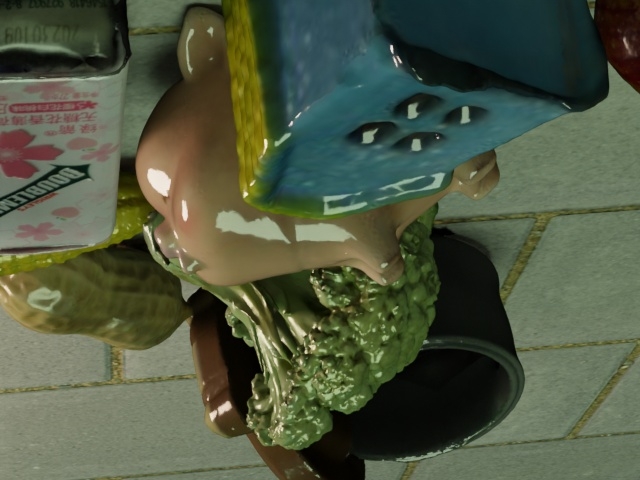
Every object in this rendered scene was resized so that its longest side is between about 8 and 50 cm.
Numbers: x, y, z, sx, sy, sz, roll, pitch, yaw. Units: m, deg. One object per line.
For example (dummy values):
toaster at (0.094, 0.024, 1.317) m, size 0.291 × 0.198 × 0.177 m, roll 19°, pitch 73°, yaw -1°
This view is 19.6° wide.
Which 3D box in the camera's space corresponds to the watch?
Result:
watch at (0.061, 0.137, 2.200) m, size 0.327 × 0.314 × 0.335 m, roll -30°, pitch 140°, yaw 20°

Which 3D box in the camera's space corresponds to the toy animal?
toy animal at (-0.007, -0.081, 1.674) m, size 0.326 × 0.269 × 0.237 m, roll -38°, pitch 161°, yaw -9°

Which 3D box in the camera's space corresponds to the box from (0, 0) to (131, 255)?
box at (-0.269, -0.105, 1.659) m, size 0.190 × 0.112 × 0.370 m, roll -5°, pitch 159°, yaw -9°

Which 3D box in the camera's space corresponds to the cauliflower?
cauliflower at (-0.016, 0.046, 1.919) m, size 0.281 × 0.327 × 0.260 m, roll 25°, pitch 164°, yaw 19°

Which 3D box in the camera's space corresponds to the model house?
model house at (0.032, -0.160, 1.438) m, size 0.215 × 0.237 × 0.303 m, roll 12°, pitch 152°, yaw -40°

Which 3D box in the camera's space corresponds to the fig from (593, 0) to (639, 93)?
fig at (0.306, -0.201, 1.575) m, size 0.175 × 0.207 × 0.175 m, roll -6°, pitch 119°, yaw -11°

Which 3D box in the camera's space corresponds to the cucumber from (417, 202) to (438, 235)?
cucumber at (0.001, 0.001, 2.064) m, size 0.265 × 0.077 × 0.077 m, roll -14°, pitch 157°, yaw 22°

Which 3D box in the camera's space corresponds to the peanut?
peanut at (-0.252, 0.056, 2.057) m, size 0.136 × 0.120 × 0.298 m, roll 10°, pitch 173°, yaw 38°

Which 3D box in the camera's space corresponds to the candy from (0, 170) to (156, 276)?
candy at (-0.251, -0.028, 1.885) m, size 0.199 × 0.094 × 0.106 m, roll -12°, pitch 158°, yaw -8°
